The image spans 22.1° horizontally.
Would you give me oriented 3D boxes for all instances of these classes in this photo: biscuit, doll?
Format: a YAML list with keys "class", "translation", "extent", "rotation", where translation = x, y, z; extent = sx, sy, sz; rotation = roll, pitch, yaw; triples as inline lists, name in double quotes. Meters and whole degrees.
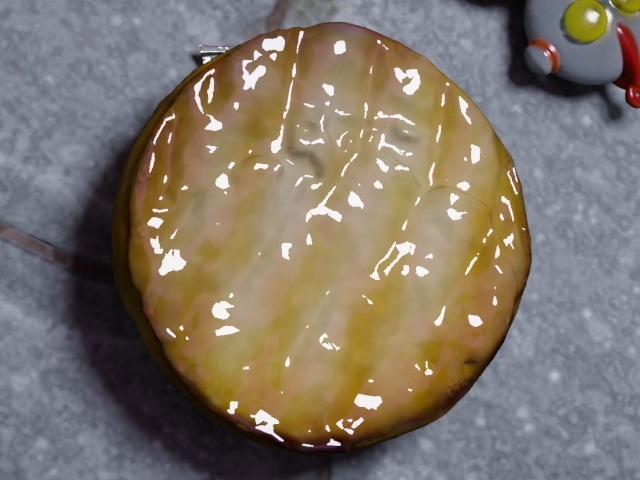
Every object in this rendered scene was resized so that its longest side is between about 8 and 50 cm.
- class: "biscuit"
  translation: [0.000, 0.000, 1.138]
  extent: [0.296, 0.102, 0.296]
  rotation: [1, 87, -17]
- class: "doll"
  translation: [0.177, -0.202, 1.237]
  extent: [0.142, 0.076, 0.245]
  rotation: [-33, 87, -16]

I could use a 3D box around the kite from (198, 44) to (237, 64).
- class: "kite"
  translation: [-0.014, -0.053, 1.196]
  extent: [0.229, 0.012, 0.250]
  rotation: [44, 74, -6]
